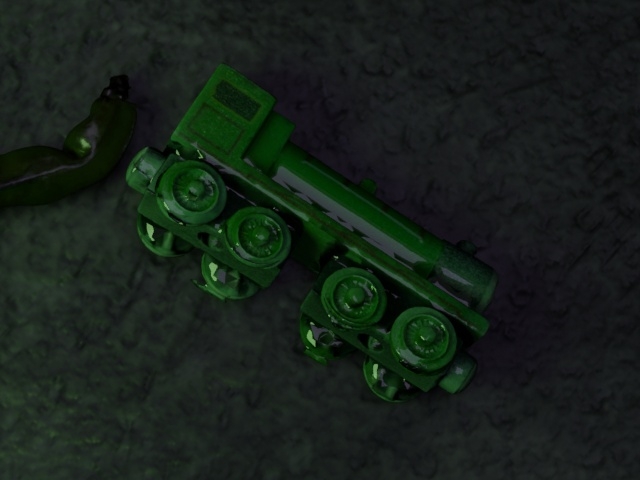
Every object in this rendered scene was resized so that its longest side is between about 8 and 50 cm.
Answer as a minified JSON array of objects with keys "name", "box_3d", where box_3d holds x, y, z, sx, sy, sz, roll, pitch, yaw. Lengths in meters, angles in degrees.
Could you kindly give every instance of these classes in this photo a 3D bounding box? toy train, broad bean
[{"name":"toy train","box_3d":[0.000,0.000,0.914,0.251,0.085,0.119,32,62,-5]},{"name":"broad bean","box_3d":[-0.197,-0.043,0.908,0.195,0.046,0.061,-25,73,-16]}]
